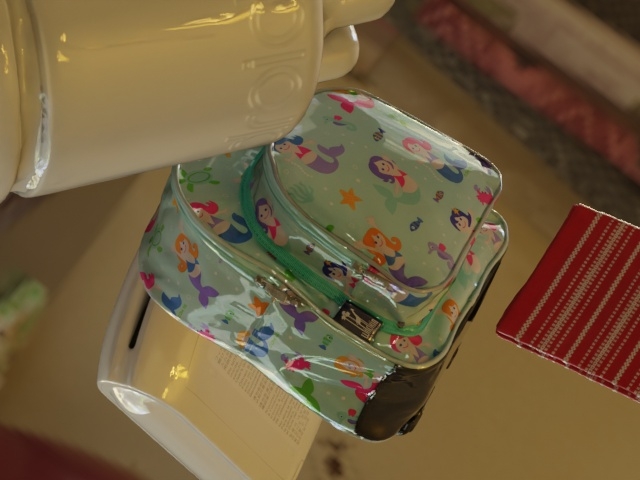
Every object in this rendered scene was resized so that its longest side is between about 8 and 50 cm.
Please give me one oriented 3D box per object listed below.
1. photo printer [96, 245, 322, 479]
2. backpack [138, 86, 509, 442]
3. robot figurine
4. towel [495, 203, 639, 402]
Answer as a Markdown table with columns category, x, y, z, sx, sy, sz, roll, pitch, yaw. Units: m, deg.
| category | x | y | z | sx | sy | sz | roll | pitch | yaw |
| --- | --- | --- | --- | --- | --- | --- | --- | --- | --- |
| photo printer | -0.086 | 0.086 | 1.813 | 0.256 | 0.107 | 0.307 | -67 | 150 | -19 |
| backpack | 0.000 | 0.000 | 1.445 | 0.225 | 0.253 | 0.191 | -53 | 168 | -50 |
| robot figurine | -0.137 | -0.134 | 1.107 | 0.353 | 0.200 | 0.300 | -14 | 157 | -23 |
| towel | 0.353 | 0.084 | 2.130 | 0.199 | 0.275 | 0.031 | -55 | 155 | -22 |
